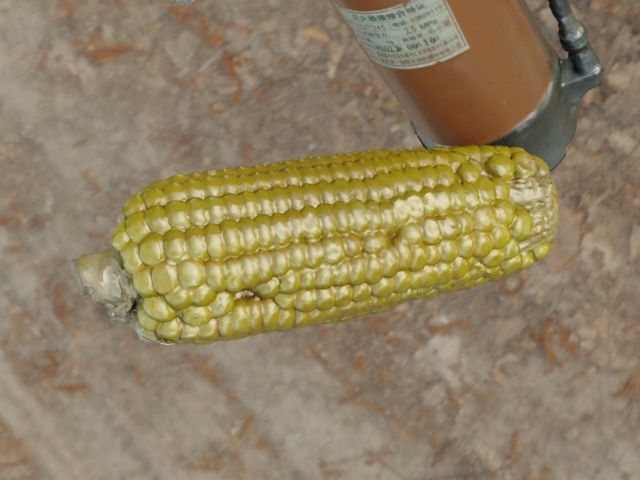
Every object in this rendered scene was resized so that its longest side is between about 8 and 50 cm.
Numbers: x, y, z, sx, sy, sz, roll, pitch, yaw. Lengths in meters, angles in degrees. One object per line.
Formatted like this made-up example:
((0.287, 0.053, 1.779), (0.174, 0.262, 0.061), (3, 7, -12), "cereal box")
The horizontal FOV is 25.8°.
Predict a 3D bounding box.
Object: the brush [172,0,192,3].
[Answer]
((-0.187, -0.222, 1.029), (0.065, 0.327, 0.070), (-40, 66, 33), "brush")

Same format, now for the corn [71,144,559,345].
((0.000, 0.000, 0.914), (0.321, 0.119, 0.119), (-7, 118, -14), "corn")

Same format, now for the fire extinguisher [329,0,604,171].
((0.080, -0.198, 0.895), (0.200, 0.113, 0.376), (-34, 134, 8), "fire extinguisher")
